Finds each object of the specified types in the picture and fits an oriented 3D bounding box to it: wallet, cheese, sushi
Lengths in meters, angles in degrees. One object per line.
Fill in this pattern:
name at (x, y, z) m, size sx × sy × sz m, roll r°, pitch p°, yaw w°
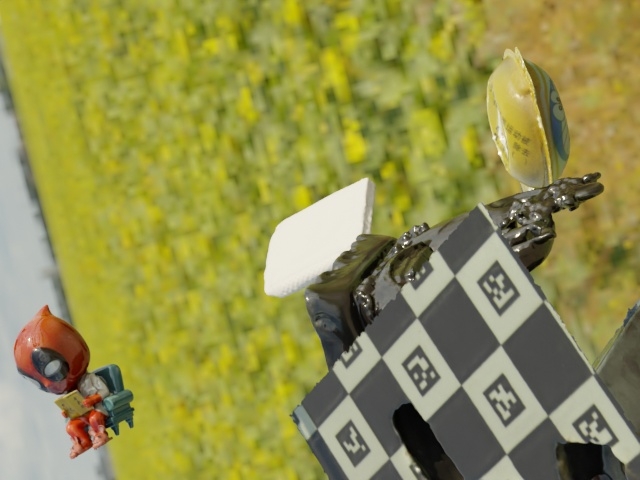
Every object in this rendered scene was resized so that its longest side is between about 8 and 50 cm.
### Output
wallet at (0.000, 0.000, 2.539) m, size 0.032 × 0.183 × 0.124 m, roll 32°, pitch -133°, yaw -31°
cheese at (0.232, -0.108, 2.220) m, size 0.270 × 0.069 × 0.177 m, roll 80°, pitch 173°, yaw -52°
sushi at (0.158, 0.192, 1.501) m, size 0.359 × 0.064 × 0.343 m, roll 56°, pitch 141°, yaw 16°

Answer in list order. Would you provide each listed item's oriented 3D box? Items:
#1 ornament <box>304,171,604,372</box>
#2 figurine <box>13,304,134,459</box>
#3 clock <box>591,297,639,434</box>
ornament at (0.136, 0.024, 1.788) m, size 0.106 × 0.260 × 0.251 m, roll 66°, pitch -157°, yaw -10°
figurine at (-0.231, 0.126, 1.840) m, size 0.068 × 0.075 × 0.140 m, roll -29°, pitch 92°, yaw 38°
clock at (0.233, 0.182, 1.771) m, size 0.066 × 0.319 × 0.319 m, roll 33°, pitch 164°, yaw 8°
